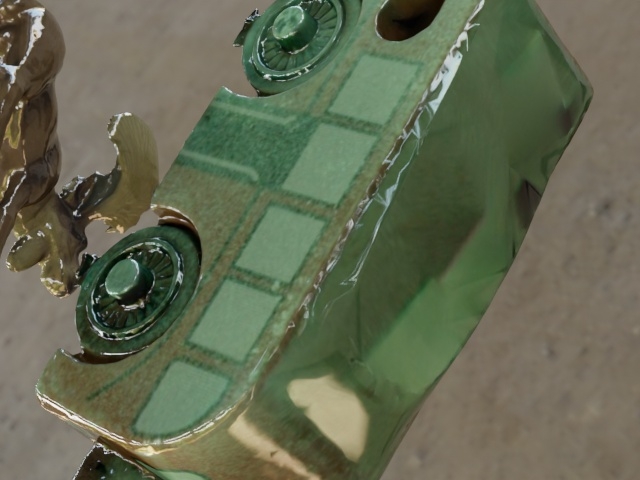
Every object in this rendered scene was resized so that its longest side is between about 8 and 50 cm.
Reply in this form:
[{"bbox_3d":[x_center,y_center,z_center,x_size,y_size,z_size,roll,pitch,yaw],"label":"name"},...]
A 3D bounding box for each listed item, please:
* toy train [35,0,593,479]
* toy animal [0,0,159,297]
[{"bbox_3d":[0.000,0.000,0.860,0.159,0.129,0.326,16,69,44],"label":"toy train"},{"bbox_3d":[-0.158,-0.041,0.995,0.186,0.093,0.214,-59,-21,-52],"label":"toy animal"}]
